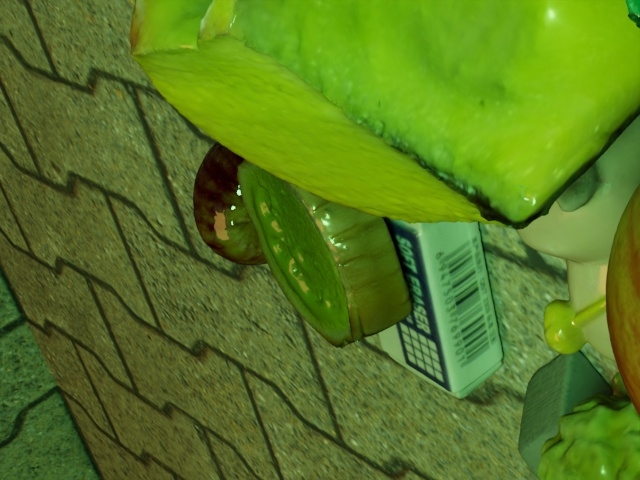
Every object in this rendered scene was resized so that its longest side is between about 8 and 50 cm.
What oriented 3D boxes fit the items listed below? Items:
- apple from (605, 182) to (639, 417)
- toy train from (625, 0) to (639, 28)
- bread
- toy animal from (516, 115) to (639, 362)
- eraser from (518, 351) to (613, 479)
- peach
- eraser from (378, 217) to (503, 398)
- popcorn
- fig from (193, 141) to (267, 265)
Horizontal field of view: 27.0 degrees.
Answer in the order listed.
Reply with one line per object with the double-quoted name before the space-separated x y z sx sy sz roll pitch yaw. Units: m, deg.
"apple" 0.313 0.030 0.816 0.286 0.286 0.233 93 154 -52
"toy train" 0.297 -0.115 0.691 0.269 0.154 0.115 43 154 25
"bread" 0.000 0.000 1.371 0.236 0.070 0.236 50 157 30
"toy animal" 0.242 0.003 1.047 0.149 0.165 0.248 11 136 49
"eraser" 0.317 0.276 1.322 0.352 0.077 0.111 52 155 9
"peach" 0.073 -0.172 0.915 0.380 0.306 0.242 24 176 -30
"eraser" 0.106 0.023 1.386 0.124 0.081 0.279 29 144 45
"popcorn" 0.309 0.207 1.142 0.236 0.252 0.206 -20 132 30
"fig" -0.074 -0.072 1.531 0.149 0.148 0.202 -32 55 32
